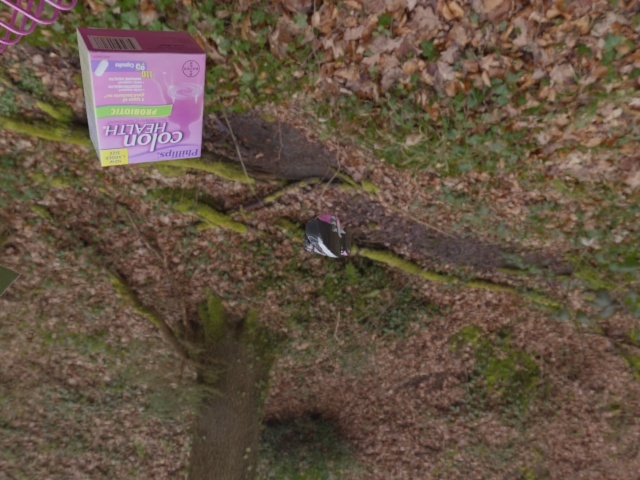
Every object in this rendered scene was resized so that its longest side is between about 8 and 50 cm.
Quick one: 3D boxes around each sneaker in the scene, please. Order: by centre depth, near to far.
[{"bbox_3d":[0.000,0.000,0.761,0.077,0.072,0.178,-4,167,16],"label":"sneaker"}]

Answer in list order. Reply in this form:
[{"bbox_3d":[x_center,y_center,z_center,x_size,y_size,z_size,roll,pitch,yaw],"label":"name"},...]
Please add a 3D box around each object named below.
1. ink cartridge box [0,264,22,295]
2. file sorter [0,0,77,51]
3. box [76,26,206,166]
[{"bbox_3d":[-0.372,0.054,0.342,0.171,0.056,0.235,30,-174,-23],"label":"ink cartridge box"},{"bbox_3d":[-0.592,-0.491,0.790,0.291,0.182,0.202,-3,164,33],"label":"file sorter"},{"bbox_3d":[-0.366,-0.296,0.913,0.214,0.117,0.243,-13,139,-31],"label":"box"}]
